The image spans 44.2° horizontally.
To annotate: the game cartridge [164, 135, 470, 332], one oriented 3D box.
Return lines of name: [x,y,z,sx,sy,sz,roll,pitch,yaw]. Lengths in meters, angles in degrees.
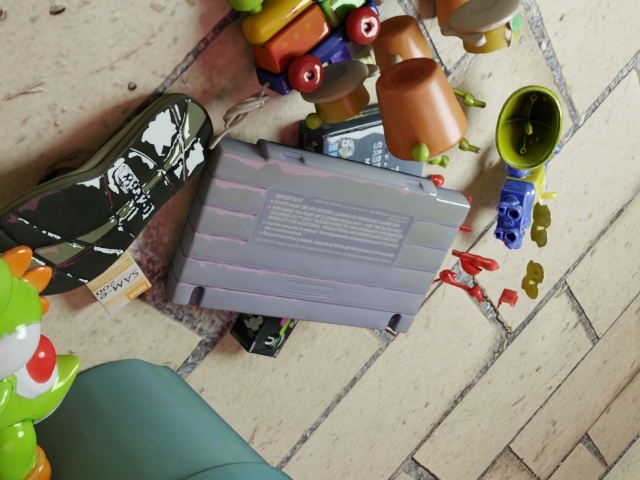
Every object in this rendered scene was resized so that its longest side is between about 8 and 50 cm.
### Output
game cartridge: [0.000,0.000,1.024,0.355,0.068,0.230,11,114,-25]

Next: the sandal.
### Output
sandal: [-0.240,-0.051,0.850,0.303,0.086,0.120,-44,134,-30]

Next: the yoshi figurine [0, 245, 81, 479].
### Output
yoshi figurine: [-0.361,0.139,0.744,0.203,0.203,0.362,14,136,-2]

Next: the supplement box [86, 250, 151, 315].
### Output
supplement box: [-0.250,0.033,0.924,0.062,0.036,0.098,-38,136,-14]

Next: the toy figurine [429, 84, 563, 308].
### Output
toy figurine: [0.296,-0.100,1.270,0.217,0.191,0.362,-45,140,-54]

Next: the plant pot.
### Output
plant pot: [-0.199,0.340,0.961,0.341,0.334,0.341,-22,129,-29]

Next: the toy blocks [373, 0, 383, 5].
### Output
toy blocks: [0.088,-0.371,0.925,0.148,0.054,0.123,-47,138,-5]

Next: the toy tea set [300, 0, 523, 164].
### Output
toy tea set: [0.144,-0.208,0.970,0.336,0.200,0.124,-43,129,-23]

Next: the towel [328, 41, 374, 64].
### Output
towel: [0.038,-0.235,1.008,0.060,0.009,0.083,-40,137,-11]

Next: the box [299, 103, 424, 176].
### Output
box: [0.056,-0.070,1.100,0.183,0.059,0.232,-18,129,-32]

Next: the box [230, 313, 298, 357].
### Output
box: [-0.076,0.116,1.121,0.062,0.052,0.083,20,105,-47]

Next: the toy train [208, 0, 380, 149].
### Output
toy train: [-0.063,-0.228,0.866,0.248,0.105,0.143,-42,127,-10]
